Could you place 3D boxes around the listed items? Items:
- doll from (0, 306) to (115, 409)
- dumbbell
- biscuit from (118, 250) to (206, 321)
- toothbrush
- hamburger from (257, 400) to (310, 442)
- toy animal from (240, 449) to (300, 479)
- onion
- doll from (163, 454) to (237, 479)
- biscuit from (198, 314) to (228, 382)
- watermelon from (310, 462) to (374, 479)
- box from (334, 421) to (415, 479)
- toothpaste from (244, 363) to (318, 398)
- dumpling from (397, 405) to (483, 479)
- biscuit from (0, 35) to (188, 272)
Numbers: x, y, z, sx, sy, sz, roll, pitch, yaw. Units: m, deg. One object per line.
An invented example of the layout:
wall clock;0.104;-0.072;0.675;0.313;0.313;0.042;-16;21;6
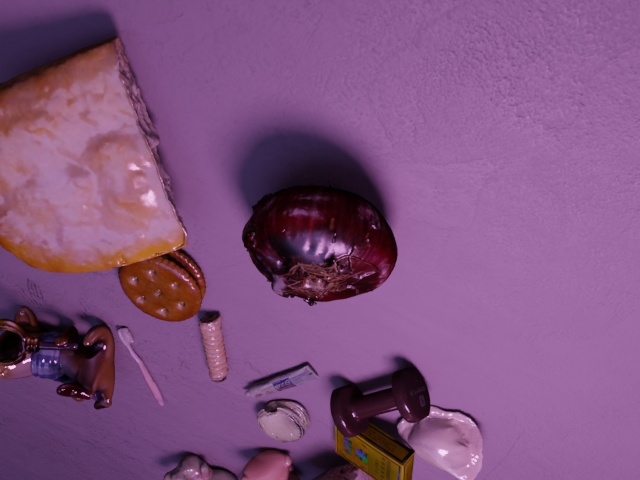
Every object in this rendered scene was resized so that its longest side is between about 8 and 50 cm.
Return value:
doll;-0.726;0.331;1.635;0.340;0.209;0.317;15;125;9
dumbbell;0.145;0.395;1.469;0.225;0.140;0.124;-25;76;31
biscuit;-0.383;0.104;1.460;0.221;0.066;0.220;9;130;11
toothbrush;-0.500;0.363;1.707;0.030;0.025;0.307;-9;122;13
hamburger;-0.100;0.502;1.668;0.140;0.062;0.133;-3;123;21
toy animal;-0.151;0.730;1.791;0.171;0.171;0.197;3;123;14
onion;0.000;0.000;1.183;0.314;0.232;0.314;8;149;5
doll;-0.351;0.765;1.910;0.275;0.113;0.155;27;137;-13
biscuit;-0.272;0.279;1.560;0.061;0.055;0.219;-16;128;-16
watermelon;0.065;0.721;1.668;0.310;0.193;0.231;16;105;28
box;0.137;0.553;1.579;0.220;0.064;0.140;23;133;32
toothpaste;-0.110;0.379;1.599;0.233;0.038;0.060;-24;119;26
dumpling;0.307;0.495;1.515;0.229;0.124;0.151;26;91;22
biscuit;-0.497;-0.125;1.211;0.446;0.104;0.429;-19;116;9
